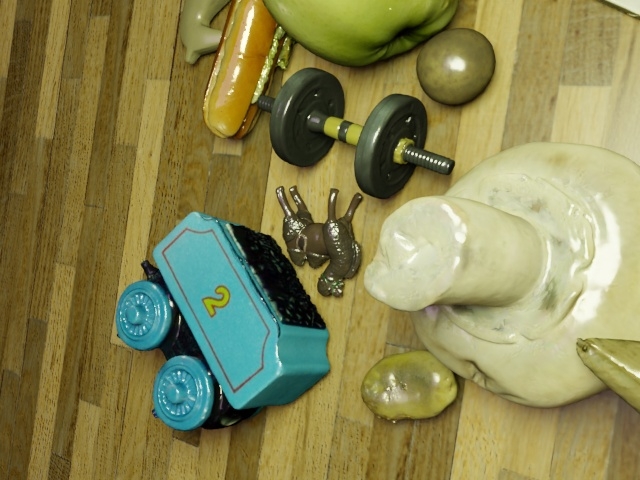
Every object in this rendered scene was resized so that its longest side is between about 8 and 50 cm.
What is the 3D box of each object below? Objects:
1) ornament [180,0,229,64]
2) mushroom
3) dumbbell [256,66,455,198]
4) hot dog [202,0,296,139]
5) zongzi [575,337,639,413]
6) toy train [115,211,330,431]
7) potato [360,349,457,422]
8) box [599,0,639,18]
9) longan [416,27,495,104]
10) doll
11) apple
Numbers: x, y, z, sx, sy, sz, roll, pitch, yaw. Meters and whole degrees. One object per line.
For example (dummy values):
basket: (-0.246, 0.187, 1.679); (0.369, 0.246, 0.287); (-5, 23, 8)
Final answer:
ornament: (-0.195, -0.446, 1.136); (0.245, 0.061, 0.230); (-48, 67, 19)
mushroom: (0.201, 0.033, 0.705); (0.314, 0.336, 0.314); (-4, 84, 42)
dumbbell: (0.038, -0.151, 0.926); (0.326, 0.143, 0.143); (24, 100, 30)
hot dog: (-0.091, -0.316, 1.027); (0.100, 0.135, 0.337); (21, 99, 9)
zongzi: (0.526, 0.072, 0.468); (0.467, 0.218, 0.500); (35, 117, 3)
toy train: (-0.149, 0.120, 1.009); (0.265, 0.188, 0.300); (-42, 64, 17)
potato: (0.120, 0.196, 0.897); (0.138, 0.070, 0.091); (-14, 75, 29)
box: (0.353, -0.351, 0.812); (0.198, 0.029, 0.109); (39, 107, 29)
longan: (0.179, -0.234, 0.878); (0.106, 0.106, 0.119); (3, 49, 32)
doll: (0.000, 0.000, 0.995); (0.139, 0.057, 0.165); (3, 94, 29)
apple: (0.044, -0.365, 0.873); (0.279, 0.279, 0.279); (-2, 86, 32)
